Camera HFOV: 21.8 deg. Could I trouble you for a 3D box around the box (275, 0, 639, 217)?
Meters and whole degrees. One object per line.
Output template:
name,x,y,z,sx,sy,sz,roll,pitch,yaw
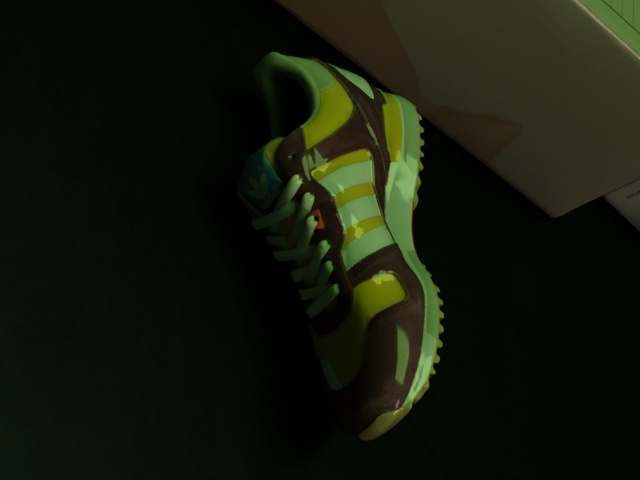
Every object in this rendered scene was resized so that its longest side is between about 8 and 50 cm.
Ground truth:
box,0.070,-0.161,0.857,0.311,0.121,0.148,36,43,-29

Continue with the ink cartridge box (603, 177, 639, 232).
ink cartridge box,0.267,-0.033,1.040,0.191,0.082,0.139,39,42,-24

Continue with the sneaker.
sneaker,0.000,0.000,0.726,0.084,0.069,0.185,22,45,-29
